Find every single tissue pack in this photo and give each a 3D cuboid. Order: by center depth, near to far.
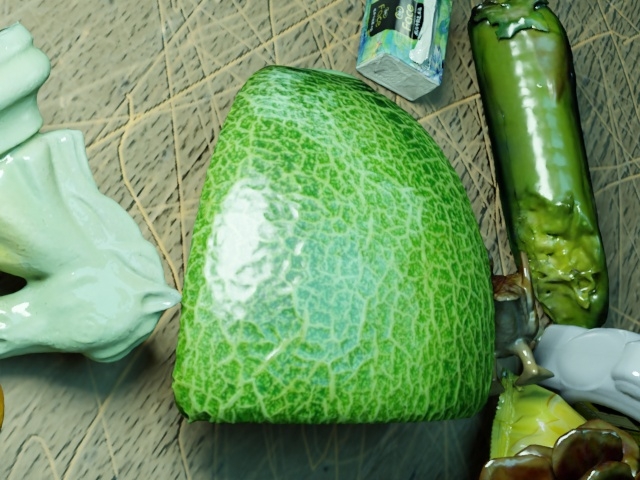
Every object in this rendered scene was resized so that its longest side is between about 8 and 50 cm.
[{"bbox_3d":[0.096,-0.223,1.843,0.085,0.079,0.111,27,58,-28],"label":"tissue pack"}]

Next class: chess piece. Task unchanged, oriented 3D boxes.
[{"bbox_3d":[-0.252,-0.020,1.460,0.176,0.176,0.298,-40,107,-40],"label":"chess piece"}]

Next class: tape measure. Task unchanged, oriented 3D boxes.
[{"bbox_3d":[0.330,0.155,1.800,0.178,0.196,0.105,44,67,-32],"label":"tape measure"}]

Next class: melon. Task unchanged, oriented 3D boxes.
[{"bbox_3d":[0.000,0.000,1.620,0.331,0.226,0.343,-1,86,-20],"label":"melon"}]

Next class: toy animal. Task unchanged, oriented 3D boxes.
[{"bbox_3d":[0.176,0.057,1.745,0.089,0.188,0.179,-10,66,-4],"label":"toy animal"}]

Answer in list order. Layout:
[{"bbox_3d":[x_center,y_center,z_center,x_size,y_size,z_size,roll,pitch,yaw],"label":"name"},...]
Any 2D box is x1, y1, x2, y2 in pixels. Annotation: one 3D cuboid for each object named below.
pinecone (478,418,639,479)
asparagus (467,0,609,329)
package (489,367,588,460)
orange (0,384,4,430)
[{"bbox_3d":[0.290,0.347,1.552,0.398,0.398,0.398,15,64,-33],"label":"pinecone"},{"bbox_3d":[0.242,-0.079,1.877,0.108,0.128,0.382,-8,76,-4],"label":"asparagus"},{"bbox_3d":[0.253,0.242,1.764,0.226,0.090,0.168,36,36,-20],"label":"package"},{"bbox_3d":[-0.317,0.138,1.361,0.135,0.117,0.135,14,23,-6],"label":"orange"}]
